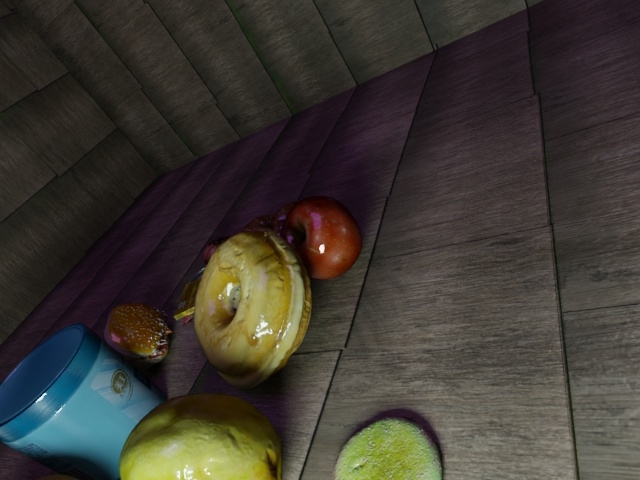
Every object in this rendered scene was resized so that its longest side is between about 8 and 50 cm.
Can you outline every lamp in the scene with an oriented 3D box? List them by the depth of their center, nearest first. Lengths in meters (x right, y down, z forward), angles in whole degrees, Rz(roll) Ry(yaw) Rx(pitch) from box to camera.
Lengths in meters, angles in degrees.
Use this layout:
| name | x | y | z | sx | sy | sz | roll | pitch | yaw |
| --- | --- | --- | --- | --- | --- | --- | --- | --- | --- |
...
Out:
| name | x | y | z | sx | sy | sz | roll | pitch | yaw |
| --- | --- | --- | --- | --- | --- | --- | --- | --- | --- |
| lamp | -0.378 | 0.058 | 1.800 | 0.181 | 0.140 | 0.182 | -13 | 24 | 6 |

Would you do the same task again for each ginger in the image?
| name | x | y | z | sx | sy | sz | roll | pitch | yaw |
| --- | --- | --- | --- | --- | --- | --- | --- | --- | --- |
| ginger | -0.181 | -0.003 | 1.646 | 0.357 | 0.153 | 0.274 | -26 | 25 | 13 |

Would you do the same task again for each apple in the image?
| name | x | y | z | sx | sy | sz | roll | pitch | yaw |
| --- | --- | --- | --- | --- | --- | --- | --- | --- | --- |
| apple | 0.000 | 0.000 | 1.378 | 0.260 | 0.216 | 0.261 | -16 | 67 | 42 |

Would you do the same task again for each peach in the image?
| name | x | y | z | sx | sy | sz | roll | pitch | yaw |
| --- | --- | --- | --- | --- | --- | --- | --- | --- | --- |
| peach | -0.233 | 0.460 | 0.902 | 0.315 | 0.282 | 0.314 | -3 | -5 | 2 |

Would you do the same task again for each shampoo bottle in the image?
| name | x | y | z | sx | sy | sz | roll | pitch | yaw |
| --- | --- | --- | --- | --- | --- | --- | --- | --- | --- |
| shampoo bottle | -0.675 | 0.472 | 1.276 | 0.331 | 0.343 | 0.331 | -26 | 30 | 16 |

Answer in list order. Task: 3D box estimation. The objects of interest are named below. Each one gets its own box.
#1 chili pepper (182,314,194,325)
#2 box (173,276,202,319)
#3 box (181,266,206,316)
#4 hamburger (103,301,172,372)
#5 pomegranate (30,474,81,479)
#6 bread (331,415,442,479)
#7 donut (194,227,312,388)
| name | x | y | z | sx | sy | sz | roll | pitch | yaw |
| --- | --- | --- | --- | --- | --- | --- | --- | --- | --- |
| chili pepper | -0.432 | 0.219 | 1.703 | 0.268 | 0.059 | 0.050 | -55 | -4 | -27 |
| box | -0.414 | 0.183 | 1.448 | 0.089 | 0.022 | 0.156 | -27 | 30 | 15 |
| box | -0.343 | 0.189 | 1.546 | 0.226 | 0.149 | 0.226 | -25 | 30 | 16 |
| hamburger | -0.647 | 0.328 | 1.589 | 0.151 | 0.227 | 0.295 | -54 | 29 | 14 |
| pomegranate | -0.618 | 0.676 | 0.940 | 0.338 | 0.338 | 0.338 | -26 | 30 | 16 |
| bread | 0.116 | 0.430 | 0.835 | 0.228 | 0.033 | 0.229 | -27 | 31 | 18 |
| donut | -0.196 | 0.179 | 1.245 | 0.448 | 0.198 | 0.450 | -22 | 59 | 41 |
